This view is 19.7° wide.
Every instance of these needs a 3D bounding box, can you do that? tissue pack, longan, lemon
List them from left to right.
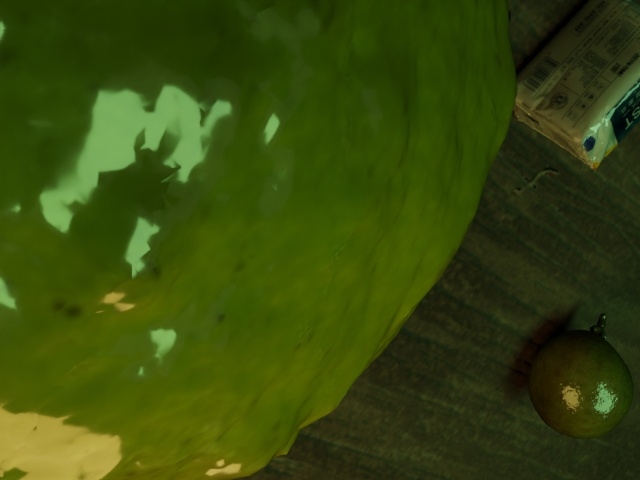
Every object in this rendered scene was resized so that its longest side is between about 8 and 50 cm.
[{"bbox_3d":[-0.086,-0.051,0.506,0.285,0.285,0.316,-49,177,-4],"label":"lemon"},{"bbox_3d":[0.172,0.087,1.193,0.083,0.075,0.075,-67,152,-11],"label":"longan"},{"bbox_3d":[0.148,-0.086,0.974,0.083,0.062,0.042,-48,146,-7],"label":"tissue pack"}]

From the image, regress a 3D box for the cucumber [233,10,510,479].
[{"bbox_3d":[-0.001,0.000,0.858,0.072,0.072,0.300,-5,128,-51],"label":"cucumber"}]
